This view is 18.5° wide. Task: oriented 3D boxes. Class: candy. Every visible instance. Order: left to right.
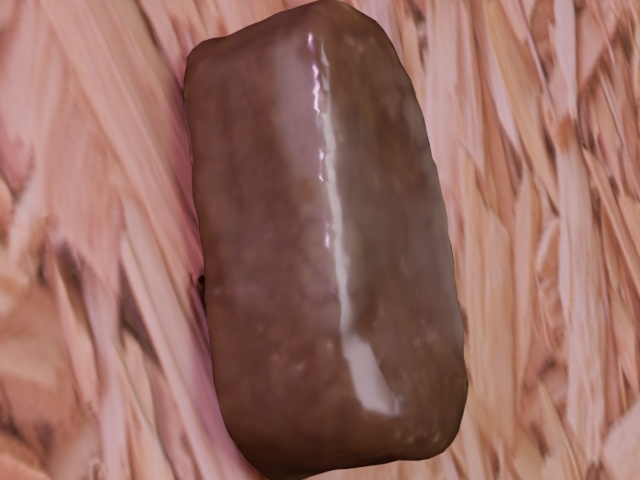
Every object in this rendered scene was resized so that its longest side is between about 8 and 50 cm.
[{"bbox_3d":[0.000,0.000,0.984,0.102,0.104,0.234,11,70,-53],"label":"candy"}]
